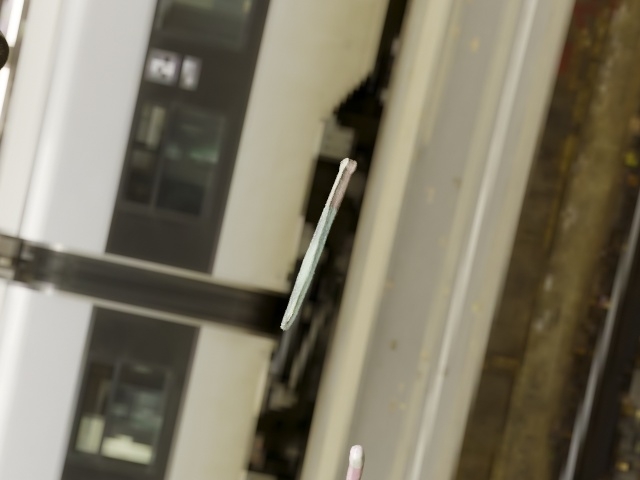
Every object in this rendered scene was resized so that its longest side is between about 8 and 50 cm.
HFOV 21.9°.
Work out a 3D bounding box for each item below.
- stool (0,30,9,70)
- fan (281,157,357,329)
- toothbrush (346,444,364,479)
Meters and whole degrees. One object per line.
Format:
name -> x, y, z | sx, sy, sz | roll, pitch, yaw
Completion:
stool -> -0.573, -0.311, 2.577 | 0.125, 0.121, 0.217 | -40, -23, 10
fan -> 0.000, 0.000, 2.327 | 0.057, 0.023, 0.282 | 122, 170, -66
toothbrush -> 0.036, 0.275, 1.863 | 0.286, 0.025, 0.020 | 96, 172, -67
